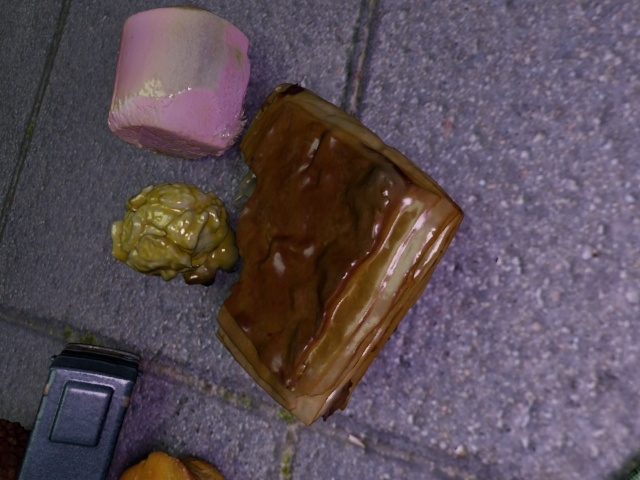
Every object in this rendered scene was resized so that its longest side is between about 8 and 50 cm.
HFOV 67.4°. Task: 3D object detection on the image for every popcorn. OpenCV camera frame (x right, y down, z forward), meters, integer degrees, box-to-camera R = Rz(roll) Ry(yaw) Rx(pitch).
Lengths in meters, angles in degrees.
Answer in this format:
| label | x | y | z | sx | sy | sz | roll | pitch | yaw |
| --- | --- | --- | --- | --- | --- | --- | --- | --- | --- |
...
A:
| label | x | y | z | sx | sy | sz | roll | pitch | yaw |
| --- | --- | --- | --- | --- | --- | --- | --- | --- | --- |
| popcorn | -0.202 | -0.014 | 0.731 | 0.168 | 0.195 | 0.173 | -36 | 61 | 26 |

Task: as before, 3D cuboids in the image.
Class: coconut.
| label | x | y | z | sx | sy | sz | roll | pitch | yaw |
| --- | --- | --- | --- | --- | --- | --- | --- | --- | --- |
| coconut | -0.227 | -0.274 | 0.810 | 0.233 | 0.233 | 0.244 | 1 | 79 | 33 |

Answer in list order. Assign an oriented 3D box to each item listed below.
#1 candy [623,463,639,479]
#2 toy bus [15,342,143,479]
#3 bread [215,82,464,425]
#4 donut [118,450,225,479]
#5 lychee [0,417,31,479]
| label | x | y | z | sx | sy | sz | roll | pitch | yaw |
| --- | --- | --- | --- | --- | --- | --- | --- | --- | --- |
| candy | 0.326 | 0.237 | 0.429 | 0.178 | 0.032 | 0.102 | -54 | 54 | 11 |
| toy bus | -0.387 | 0.314 | 0.760 | 0.167 | 0.139 | 0.274 | 171 | 114 | -71 |
| bread | 0.000 | 0.000 | 0.610 | 0.370 | 0.192 | 0.314 | 43 | 107 | 45 |
| donut | -0.213 | 0.429 | 0.671 | 0.254 | 0.118 | 0.253 | -7 | 77 | 30 |
| lychee | -0.602 | 0.451 | 0.843 | 0.236 | 0.236 | 0.271 | -36 | 47 | 20 |
